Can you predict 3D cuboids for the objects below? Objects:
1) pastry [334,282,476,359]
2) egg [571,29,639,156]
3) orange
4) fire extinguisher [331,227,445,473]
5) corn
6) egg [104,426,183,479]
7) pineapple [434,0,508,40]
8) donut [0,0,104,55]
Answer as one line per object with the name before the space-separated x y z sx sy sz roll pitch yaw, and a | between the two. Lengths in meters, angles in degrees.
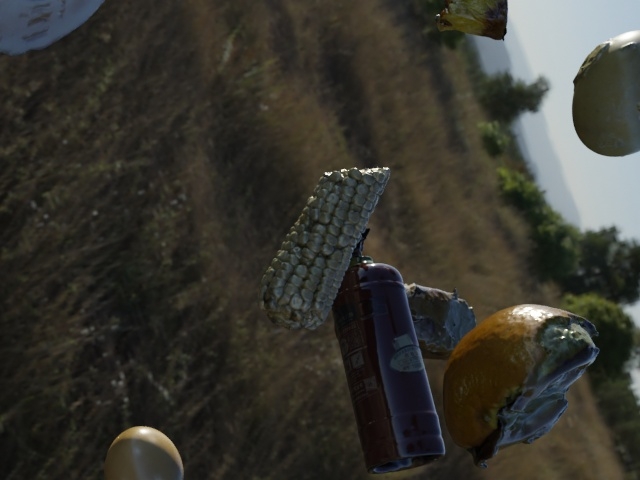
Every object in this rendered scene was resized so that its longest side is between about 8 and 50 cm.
pastry | 0.130 0.125 1.553 0.229 0.218 0.100 106 -9 -74
egg | 0.453 -0.217 1.529 0.164 0.201 0.164 31 -9 5
orange | 0.175 0.123 0.950 0.112 0.170 0.160 34 -18 24
fire extinguisher | 0.074 0.111 1.313 0.138 0.102 0.344 105 -26 -67
corn | 0.000 0.000 1.153 0.211 0.087 0.087 -66 157 -4
egg | -0.180 0.231 1.055 0.080 0.080 0.096 -78 169 -63
pineapple | 0.240 -0.346 1.571 0.116 0.137 0.069 49 -20 23
donut | -0.479 -0.465 1.664 0.142 0.382 0.382 44 8 16
